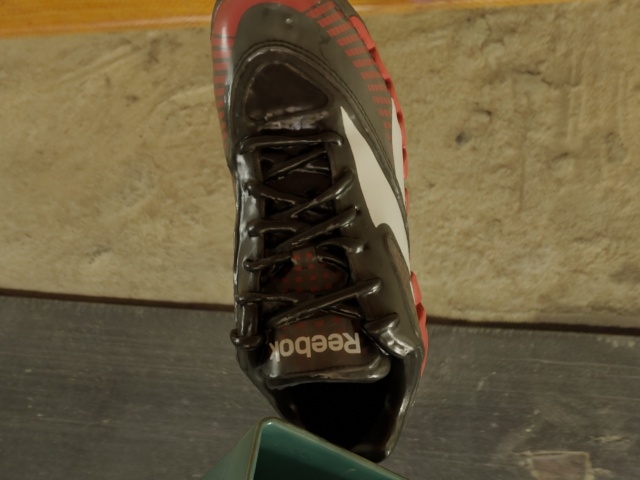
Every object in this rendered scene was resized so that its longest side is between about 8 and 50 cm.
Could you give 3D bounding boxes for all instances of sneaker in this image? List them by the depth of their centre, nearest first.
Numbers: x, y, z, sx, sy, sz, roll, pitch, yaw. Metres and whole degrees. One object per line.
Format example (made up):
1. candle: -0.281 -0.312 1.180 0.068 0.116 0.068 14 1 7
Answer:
1. sneaker: 0.001 0.000 0.393 0.097 0.135 0.276 -7 112 10

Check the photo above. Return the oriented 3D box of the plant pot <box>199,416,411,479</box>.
1. plant pot: -0.032 0.229 0.371 0.165 0.234 0.166 30 44 -18
